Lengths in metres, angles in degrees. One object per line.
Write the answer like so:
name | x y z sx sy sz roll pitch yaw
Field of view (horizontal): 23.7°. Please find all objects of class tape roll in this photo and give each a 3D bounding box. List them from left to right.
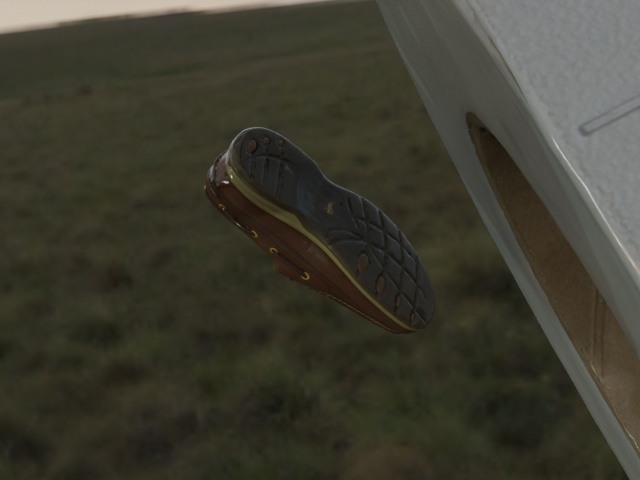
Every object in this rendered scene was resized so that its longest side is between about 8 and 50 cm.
tape roll | 0.128 0.029 0.528 0.072 0.392 0.392 -29 9 2

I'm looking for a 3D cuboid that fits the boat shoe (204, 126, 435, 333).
boat shoe | 0.000 0.000 1.006 0.060 0.178 0.064 -37 18 45
